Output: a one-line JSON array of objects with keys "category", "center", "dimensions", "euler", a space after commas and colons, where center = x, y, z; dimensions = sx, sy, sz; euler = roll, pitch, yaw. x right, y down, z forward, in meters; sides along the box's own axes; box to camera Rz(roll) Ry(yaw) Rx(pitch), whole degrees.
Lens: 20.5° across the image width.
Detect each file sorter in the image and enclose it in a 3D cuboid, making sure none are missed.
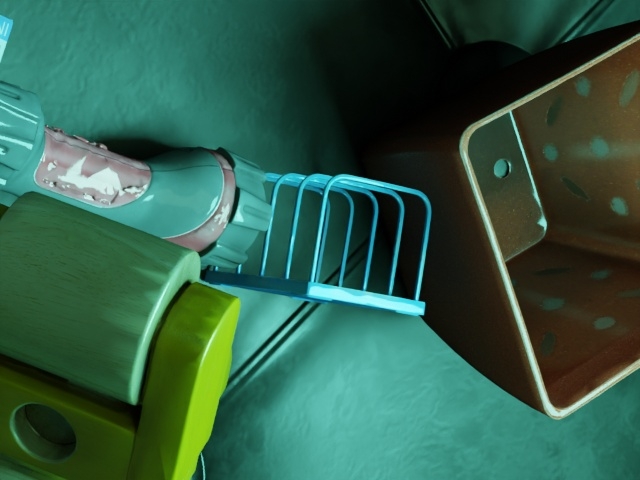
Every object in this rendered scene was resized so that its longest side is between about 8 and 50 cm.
[{"category": "file sorter", "center": [0.000, 0.000, 1.513], "dimensions": [0.118, 0.170, 0.105], "euler": [12, 86, -33]}]

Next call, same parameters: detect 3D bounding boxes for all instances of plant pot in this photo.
[{"category": "plant pot", "center": [0.192, -0.033, 1.590], "dimensions": [0.267, 0.235, 0.267], "euler": [-29, 109, -26]}]

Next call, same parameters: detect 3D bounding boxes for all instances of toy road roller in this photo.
[{"category": "toy road roller", "center": [-0.164, 0.089, 1.344], "dimensions": [0.240, 0.202, 0.330], "euler": [-59, 166, -52]}]

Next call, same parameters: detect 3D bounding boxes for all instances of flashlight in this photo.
[{"category": "flashlight", "center": [-0.172, -0.058, 1.397], "dimensions": [0.304, 0.103, 0.103], "euler": [22, 82, -47]}]

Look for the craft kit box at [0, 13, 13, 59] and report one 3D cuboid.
[{"category": "craft kit box", "center": [-0.361, -0.088, 1.294], "dimensions": [0.250, 0.061, 0.247], "euler": [24, 80, -53]}]
